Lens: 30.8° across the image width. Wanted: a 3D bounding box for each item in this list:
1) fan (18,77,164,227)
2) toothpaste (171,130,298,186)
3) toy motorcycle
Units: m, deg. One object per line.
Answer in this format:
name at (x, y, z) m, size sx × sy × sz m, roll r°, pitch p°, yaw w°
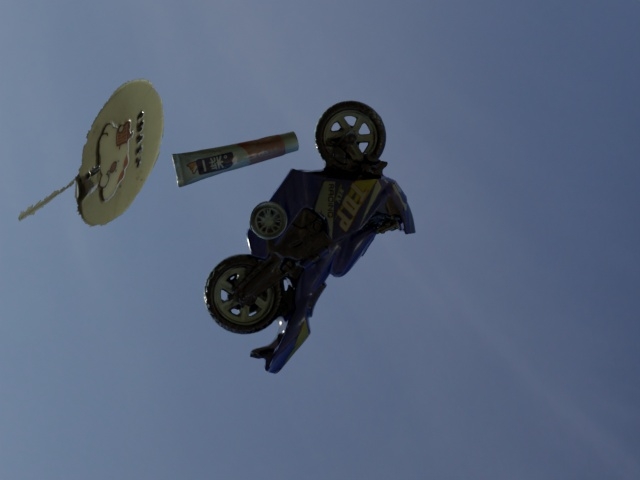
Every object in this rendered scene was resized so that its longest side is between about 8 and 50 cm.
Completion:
fan at (-0.289, -0.082, 1.444) m, size 0.329 × 0.009 × 0.190 m, roll -28°, pitch -126°, yaw 40°
toothpaste at (-0.136, -0.136, 1.877) m, size 0.205 × 0.056 × 0.036 m, roll -15°, pitch -161°, yaw -16°
toy motorcycle at (0.000, 0.000, 1.328) m, size 0.169 × 0.113 × 0.315 m, roll 35°, pitch -89°, yaw -5°
